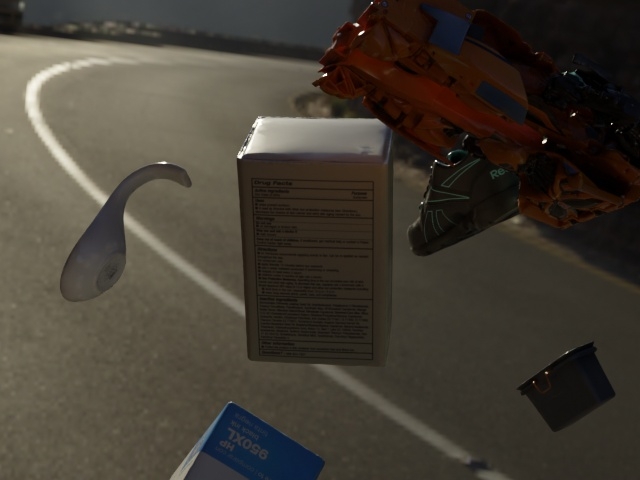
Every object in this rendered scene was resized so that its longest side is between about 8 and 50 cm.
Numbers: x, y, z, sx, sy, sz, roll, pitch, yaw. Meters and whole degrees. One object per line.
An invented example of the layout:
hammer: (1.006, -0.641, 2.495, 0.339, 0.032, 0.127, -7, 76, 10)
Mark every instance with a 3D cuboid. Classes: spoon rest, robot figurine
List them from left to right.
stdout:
spoon rest: (-0.323, -0.017, 1.900, 0.084, 0.276, 0.137, 33, -17, 20)
robot figurine: (0.146, -0.102, 0.983, 0.291, 0.085, 0.211, 31, -17, -9)

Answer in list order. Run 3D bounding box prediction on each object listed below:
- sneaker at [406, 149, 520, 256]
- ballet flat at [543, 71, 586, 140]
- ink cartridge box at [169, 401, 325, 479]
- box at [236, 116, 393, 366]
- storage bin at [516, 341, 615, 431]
sneaker: (0.179, -0.056, 1.494, 0.101, 0.106, 0.267, -24, -5, -27)
ballet flat: (0.280, -0.094, 1.247, 0.087, 0.083, 0.247, -14, -32, 21)
ink cartridge box: (-0.186, 0.457, 1.600, 0.166, 0.285, 0.395, 33, 50, -3)
box: (0.000, 0.000, 1.232, 0.149, 0.232, 0.127, 2, 26, 6)
storage bin: (0.384, 0.233, 1.849, 0.098, 0.135, 0.091, -11, 64, -47)
